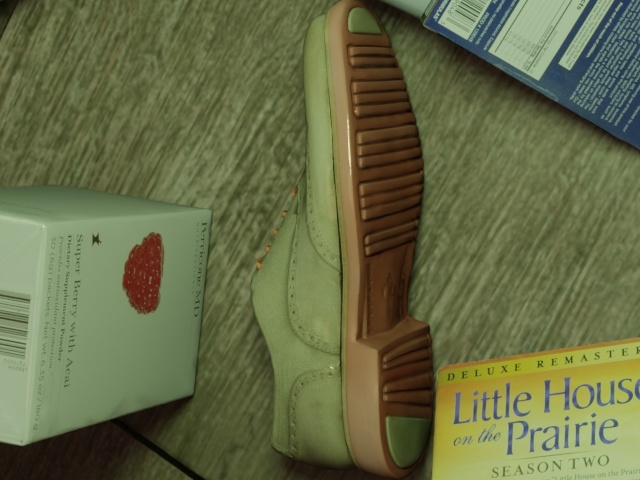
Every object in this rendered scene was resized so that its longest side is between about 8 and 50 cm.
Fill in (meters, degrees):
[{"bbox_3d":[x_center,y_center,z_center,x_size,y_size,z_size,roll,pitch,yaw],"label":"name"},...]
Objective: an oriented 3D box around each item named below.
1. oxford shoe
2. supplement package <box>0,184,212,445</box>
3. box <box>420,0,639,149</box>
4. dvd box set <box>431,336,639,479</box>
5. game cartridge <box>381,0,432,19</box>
[{"bbox_3d":[0.000,0.000,1.551,0.146,0.140,0.397,-1,91,29],"label":"oxford shoe"},{"bbox_3d":[-0.235,0.051,1.561,0.175,0.293,0.177,8,97,22],"label":"supplement package"},{"bbox_3d":[0.209,-0.174,1.474,0.225,0.036,0.136,30,103,-9],"label":"box"},{"bbox_3d":[0.222,0.274,1.395,0.307,0.062,0.420,-11,57,26],"label":"dvd box set"},{"bbox_3d":[0.137,-0.311,1.479,0.198,0.062,0.297,23,104,-12],"label":"game cartridge"}]
